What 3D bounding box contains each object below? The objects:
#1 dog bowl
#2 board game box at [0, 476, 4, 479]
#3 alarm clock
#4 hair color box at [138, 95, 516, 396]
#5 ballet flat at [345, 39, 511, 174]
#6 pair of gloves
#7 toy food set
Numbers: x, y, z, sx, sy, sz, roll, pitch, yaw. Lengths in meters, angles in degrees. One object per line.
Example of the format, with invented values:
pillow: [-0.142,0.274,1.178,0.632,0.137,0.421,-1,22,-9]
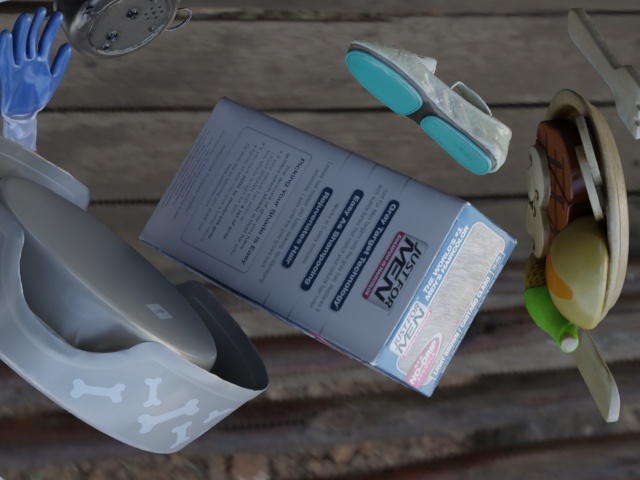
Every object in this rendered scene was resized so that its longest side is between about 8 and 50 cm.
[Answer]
dog bowl: [-0.209,0.051,1.605,0.349,0.349,0.102,37,99,-23]
board game box: [-0.380,0.179,1.241,0.305,0.193,0.053,-2,70,4]
alarm clock: [-0.202,-0.248,1.936,0.129,0.064,0.192,-43,155,25]
hair color box: [0.000,0.000,1.746,0.105,0.347,0.174,34,84,-48]
ballet flat: [0.091,-0.121,1.504,0.168,0.057,0.052,40,62,-17]
pair of gloves: [-0.321,-0.151,1.754,0.198,0.023,0.159,-7,114,-52]
toy food set: [0.124,-0.014,0.927,0.038,0.132,0.192,-5,120,-9]
